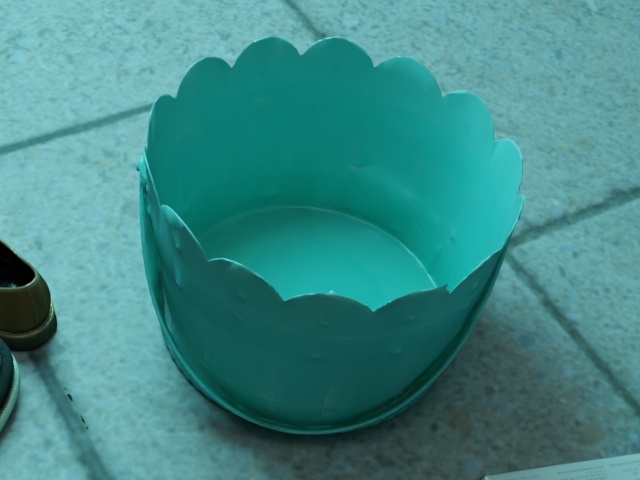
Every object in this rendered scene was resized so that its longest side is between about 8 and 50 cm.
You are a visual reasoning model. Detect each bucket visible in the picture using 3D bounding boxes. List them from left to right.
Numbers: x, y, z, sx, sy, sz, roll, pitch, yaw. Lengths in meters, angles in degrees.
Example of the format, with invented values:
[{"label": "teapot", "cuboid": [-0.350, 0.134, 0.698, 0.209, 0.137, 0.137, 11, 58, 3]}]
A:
[{"label": "bucket", "cuboid": [0.000, 0.000, 0.993, 0.281, 0.183, 0.281, 5, 47, -5]}]

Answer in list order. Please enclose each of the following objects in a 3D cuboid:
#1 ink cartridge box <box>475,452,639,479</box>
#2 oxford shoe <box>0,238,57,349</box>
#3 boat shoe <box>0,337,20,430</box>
[{"label": "ink cartridge box", "cuboid": [0.194, 0.243, 0.914, 0.146, 0.045, 0.179, -5, 67, -15]}, {"label": "oxford shoe", "cuboid": [-0.293, 0.002, 1.013, 0.212, 0.076, 0.076, 25, 50, 15]}, {"label": "boat shoe", "cuboid": [-0.347, 0.133, 0.855, 0.340, 0.113, 0.127, -26, 57, -29]}]
